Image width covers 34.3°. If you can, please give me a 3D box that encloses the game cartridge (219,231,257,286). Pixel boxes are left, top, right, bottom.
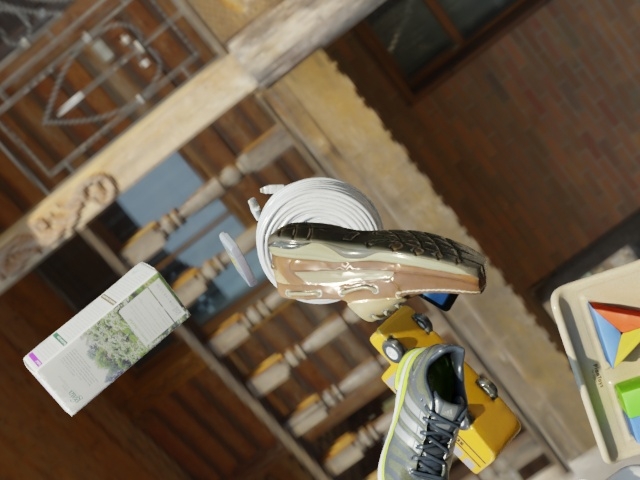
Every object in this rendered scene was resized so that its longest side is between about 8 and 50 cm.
[{"bbox_3d":[-0.122,0.030,1.551,0.056,0.017,0.083,40,160,50],"label":"game cartridge"}]

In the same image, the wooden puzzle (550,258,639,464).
[{"bbox_3d":[0.589,0.180,1.702,0.080,0.347,0.322,-97,-13,-81],"label":"wooden puzzle"}]

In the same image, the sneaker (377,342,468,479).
[{"bbox_3d":[0.159,0.284,1.536,0.111,0.121,0.300,13,-117,-14],"label":"sneaker"}]

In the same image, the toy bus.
[{"bbox_3d":[0.236,0.289,2.033,0.332,0.108,0.130,45,144,10],"label":"toy bus"}]

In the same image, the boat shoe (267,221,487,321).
[{"bbox_3d":[0.078,0.050,1.490,0.122,0.323,0.120,-29,-57,-62],"label":"boat shoe"}]

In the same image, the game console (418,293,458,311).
[{"bbox_3d":[0.243,0.066,2.147,0.122,0.107,0.071,31,-146,8],"label":"game console"}]

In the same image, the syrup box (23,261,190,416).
[{"bbox_3d":[-0.326,0.147,1.583,0.093,0.237,0.096,56,164,-23],"label":"syrup box"}]

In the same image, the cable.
[{"bbox_3d":[0.000,0.000,2.066,0.089,0.257,0.257,-91,-12,-70],"label":"cable"}]

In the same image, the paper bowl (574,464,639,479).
[{"bbox_3d":[0.417,0.374,1.227,0.284,0.148,0.284,32,166,9],"label":"paper bowl"}]
